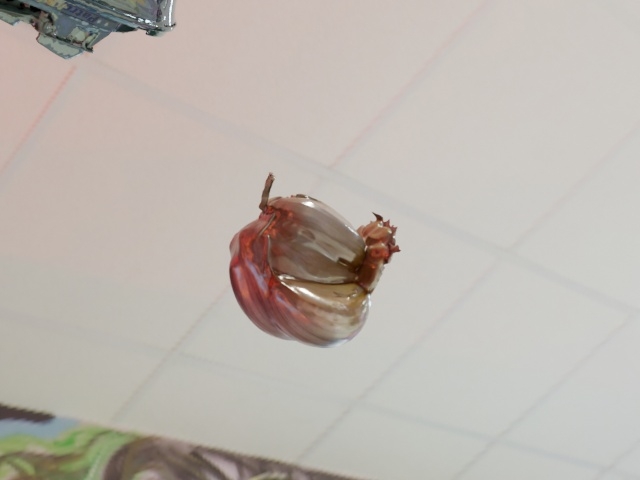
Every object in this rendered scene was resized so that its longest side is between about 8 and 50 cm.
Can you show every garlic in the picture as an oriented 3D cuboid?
[{"bbox_3d":[0.000,0.000,1.326,0.207,0.207,0.256,-11,-44,-18],"label":"garlic"}]

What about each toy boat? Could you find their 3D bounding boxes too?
[{"bbox_3d":[-0.205,-0.216,0.884,0.122,0.114,0.296,-48,-26,13],"label":"toy boat"}]
